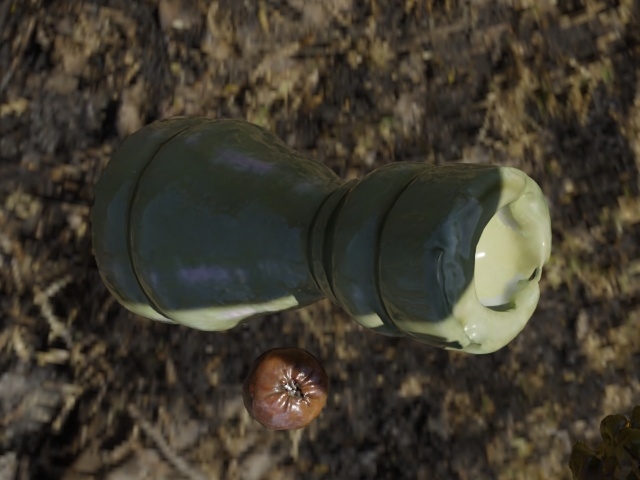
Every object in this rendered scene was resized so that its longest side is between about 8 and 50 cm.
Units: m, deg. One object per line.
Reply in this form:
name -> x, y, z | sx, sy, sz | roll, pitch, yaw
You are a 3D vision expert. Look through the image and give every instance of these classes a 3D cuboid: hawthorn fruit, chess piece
hawthorn fruit -> -0.032, 0.113, 1.352 | 0.067, 0.103, 0.066 | -1, 92, -16
chess piece -> 0.000, 0.000, 1.704 | 0.442, 0.234, 0.234 | 9, 132, 42

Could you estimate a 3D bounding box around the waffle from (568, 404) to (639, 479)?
waffle -> 0.269, 0.270, 1.340 | 0.069, 0.260, 0.293 | -16, 92, -18
